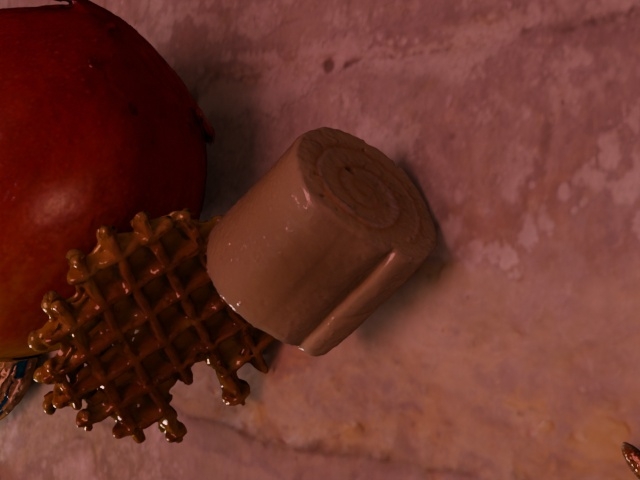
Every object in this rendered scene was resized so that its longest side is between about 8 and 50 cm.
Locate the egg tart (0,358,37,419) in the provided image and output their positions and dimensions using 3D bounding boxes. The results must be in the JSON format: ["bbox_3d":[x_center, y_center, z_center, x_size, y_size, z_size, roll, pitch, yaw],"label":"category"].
[{"bbox_3d":[-0.409,0.088,1.953,0.290,0.107,0.291,-10,77,47],"label":"egg tart"}]

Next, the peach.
[{"bbox_3d":[-0.280,-0.067,1.667,0.370,0.370,0.370,-11,76,46],"label":"peach"}]

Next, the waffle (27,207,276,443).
[{"bbox_3d":[-0.140,0.073,1.571,0.051,0.231,0.229,47,117,52],"label":"waffle"}]

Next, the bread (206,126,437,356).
[{"bbox_3d":[0.000,0.000,1.492,0.141,0.148,0.134,-46,12,31],"label":"bread"}]

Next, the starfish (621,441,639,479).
[{"bbox_3d":[0.271,0.214,1.237,0.176,0.053,0.208,-61,39,35],"label":"starfish"}]
